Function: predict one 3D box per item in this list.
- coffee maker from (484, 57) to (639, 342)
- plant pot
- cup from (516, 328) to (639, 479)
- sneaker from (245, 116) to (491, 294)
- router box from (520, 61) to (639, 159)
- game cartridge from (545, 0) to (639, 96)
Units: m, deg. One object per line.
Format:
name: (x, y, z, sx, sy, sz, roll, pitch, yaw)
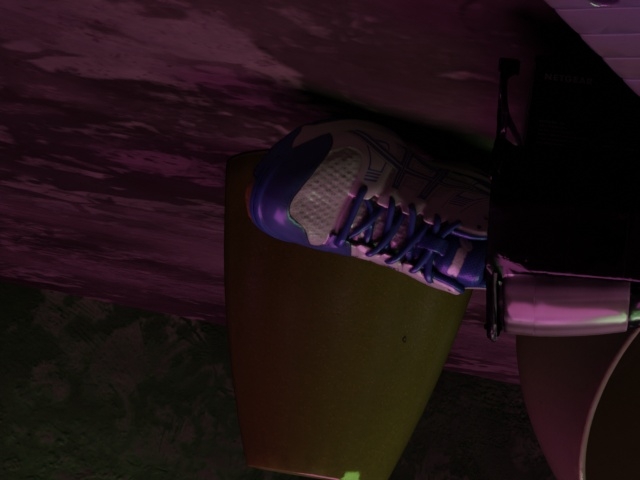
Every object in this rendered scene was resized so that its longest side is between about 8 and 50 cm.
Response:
coffee maker: (0.193, -0.012, 0.888, 0.178, 0.120, 0.171, 3, 129, 10)
plant pot: (0.020, 0.089, 1.436, 0.275, 0.293, 0.275, 8, 170, 1)
cup: (0.326, 0.118, 1.427, 0.331, 0.331, 0.237, 15, -165, -32)
sneaker: (0.079, -0.020, 1.192, 0.296, 0.112, 0.131, 6, -154, -40)
router box: (0.297, -0.041, 1.057, 0.309, 0.081, 0.243, 8, 170, 7)
game cartridge: (0.306, -0.113, 0.703, 0.355, 0.068, 0.230, 4, 173, 30)
